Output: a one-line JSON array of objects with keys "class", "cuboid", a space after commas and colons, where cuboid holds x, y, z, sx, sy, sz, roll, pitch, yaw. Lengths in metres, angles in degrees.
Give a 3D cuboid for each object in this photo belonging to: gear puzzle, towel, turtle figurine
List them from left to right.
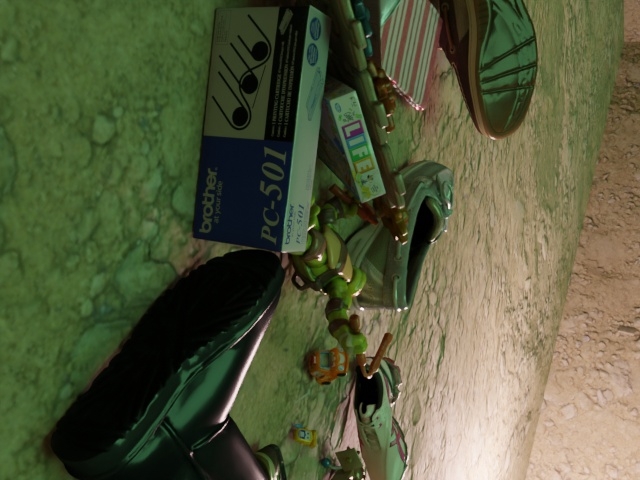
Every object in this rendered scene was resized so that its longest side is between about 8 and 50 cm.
[{"class": "turtle figurine", "cuboid": [0.000, 0.000, 0.763, 0.217, 0.087, 0.269, 54, 29, -49]}, {"class": "gear puzzle", "cuboid": [0.052, -0.127, 0.732, 0.044, 0.175, 0.338, -26, 127, -7]}, {"class": "towel", "cuboid": [0.113, -0.275, 0.963, 0.197, 0.029, 0.144, 20, 80, -59]}]

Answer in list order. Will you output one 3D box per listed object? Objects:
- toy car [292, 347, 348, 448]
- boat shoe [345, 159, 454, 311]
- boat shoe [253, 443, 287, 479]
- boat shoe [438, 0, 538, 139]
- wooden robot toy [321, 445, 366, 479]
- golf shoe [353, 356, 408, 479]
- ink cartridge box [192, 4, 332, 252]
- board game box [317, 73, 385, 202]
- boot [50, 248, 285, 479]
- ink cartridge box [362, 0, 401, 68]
[{"class": "toy car", "cuboid": [-0.002, 0.186, 0.845, 0.041, 0.060, 0.122, 23, 67, -29]}, {"class": "boat shoe", "cuboid": [0.128, -0.010, 0.978, 0.320, 0.103, 0.118, -47, 137, -47]}, {"class": "boat shoe", "cuboid": [-0.053, 0.298, 0.775, 0.049, 0.056, 0.152, -22, 117, -53]}, {"class": "boat shoe", "cuboid": [0.234, -0.324, 1.064, 0.123, 0.123, 0.341, -24, 111, -23]}, {"class": "wooden robot toy", "cuboid": [0.048, 0.341, 0.969, 0.079, 0.076, 0.173, -43, 135, -65]}, {"class": "golf shoe", "cuboid": [0.073, 0.256, 0.980, 0.086, 0.068, 0.186, 14, 68, -56]}, {"class": "ink cartridge box", "cuboid": [-0.052, -0.097, 0.622, 0.046, 0.097, 0.207, -1, 98, -62]}, {"class": "board game box", "cuboid": [0.014, -0.111, 0.697, 0.154, 0.026, 0.103, -124, -167, -62]}, {"class": "boot", "cuboid": [-0.093, 0.155, 0.616, 0.246, 0.094, 0.207, -51, 137, -33]}, {"class": "ink cartridge box", "cuboid": [0.057, -0.261, 0.748, 0.145, 0.045, 0.179, -128, -151, -64]}]
